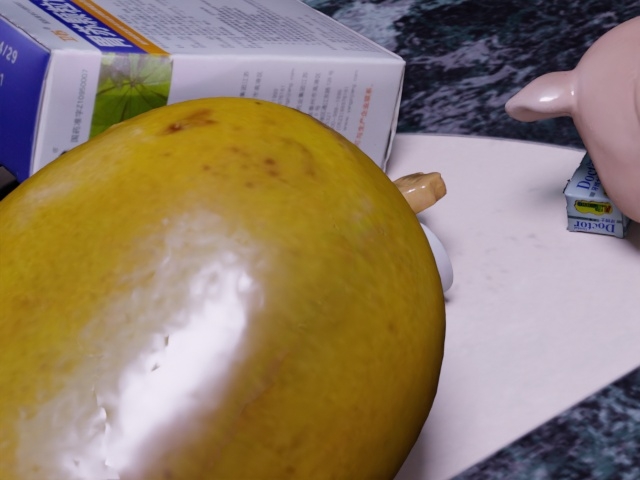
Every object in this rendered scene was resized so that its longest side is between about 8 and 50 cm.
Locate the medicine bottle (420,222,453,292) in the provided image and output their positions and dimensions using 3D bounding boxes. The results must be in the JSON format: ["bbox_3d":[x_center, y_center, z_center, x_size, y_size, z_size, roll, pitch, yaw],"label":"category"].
[{"bbox_3d":[0.039,0.030,1.208,0.089,0.057,0.057,-30,40,-24],"label":"medicine bottle"}]

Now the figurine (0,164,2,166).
[{"bbox_3d":[-0.388,-0.082,1.372,0.338,0.284,0.204,-7,-11,-26],"label":"figurine"}]

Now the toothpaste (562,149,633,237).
[{"bbox_3d":[0.222,-0.065,1.311,0.046,0.034,0.164,8,39,24],"label":"toothpaste"}]

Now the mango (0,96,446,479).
[{"bbox_3d":[-0.107,0.105,1.006,0.300,0.232,0.446,14,53,24],"label":"mango"}]

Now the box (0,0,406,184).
[{"bbox_3d":[-0.116,-0.120,1.320,0.299,0.106,0.200,-4,25,-35],"label":"box"}]

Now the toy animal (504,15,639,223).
[{"bbox_3d":[0.263,-0.064,1.177,0.166,0.154,0.250,-25,45,-26],"label":"toy animal"}]

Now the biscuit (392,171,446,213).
[{"bbox_3d":[0.002,-0.003,1.244,0.184,0.027,0.133,-26,8,3],"label":"biscuit"}]
